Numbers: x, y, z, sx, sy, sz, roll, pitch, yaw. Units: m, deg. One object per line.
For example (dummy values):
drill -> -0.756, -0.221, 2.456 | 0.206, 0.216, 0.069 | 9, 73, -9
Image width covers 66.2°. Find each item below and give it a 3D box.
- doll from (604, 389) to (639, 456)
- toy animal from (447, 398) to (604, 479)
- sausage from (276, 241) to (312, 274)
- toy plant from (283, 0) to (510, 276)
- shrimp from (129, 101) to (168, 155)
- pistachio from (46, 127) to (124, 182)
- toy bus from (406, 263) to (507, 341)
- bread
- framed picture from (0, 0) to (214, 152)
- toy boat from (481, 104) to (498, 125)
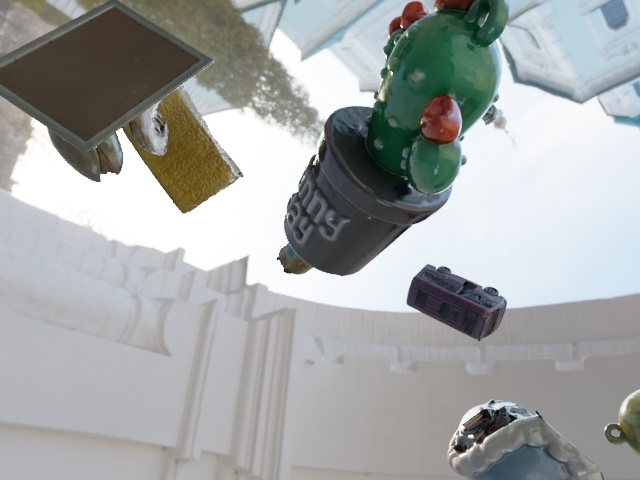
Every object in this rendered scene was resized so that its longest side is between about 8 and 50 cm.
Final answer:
doll -> 0.546, 0.237, 0.664 | 0.297, 0.117, 0.141 | -20, -116, 25
toy animal -> 0.315, 0.355, 0.776 | 0.204, 0.208, 0.156 | 42, -95, 9
sausage -> 0.002, 0.000, 1.450 | 0.317, 0.125, 0.117 | -35, -102, 48
toy plant -> 0.093, -0.113, 0.600 | 0.400, 0.186, 0.279 | -54, -175, 43
shrimp -> -0.323, -0.232, 0.928 | 0.052, 0.132, 0.187 | -2, -143, 0
pistachio -> -0.458, -0.204, 0.960 | 0.125, 0.184, 0.124 | -29, -171, 5
toy bus -> 0.265, 0.123, 0.970 | 0.179, 0.098, 0.086 | 25, -59, 29
bread -> -0.346, -0.225, 1.239 | 0.185, 0.274, 0.114 | -33, -168, 3
framed picture -> -0.222, -0.174, 0.499 | 0.183, 0.142, 0.011 | -53, 172, -33
toy boat -> 0.396, -0.376, 1.222 | 0.261, 0.115, 0.114 | -68, -170, -20
